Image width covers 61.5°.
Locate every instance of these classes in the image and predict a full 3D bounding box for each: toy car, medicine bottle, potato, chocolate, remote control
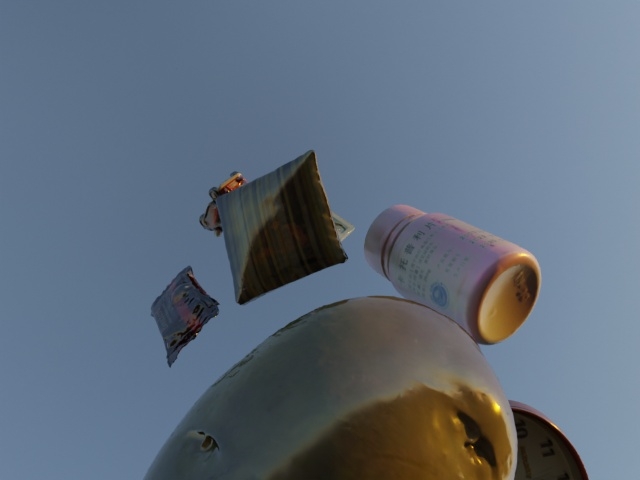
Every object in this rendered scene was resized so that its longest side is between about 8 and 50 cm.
[{"bbox_3d":[-0.166,-0.058,1.080,0.112,0.139,0.112,40,-125,10],"label":"toy car"},{"bbox_3d":[0.191,0.041,0.829,0.152,0.255,0.151,-15,-62,-30],"label":"medicine bottle"},{"bbox_3d":[0.010,0.182,0.411,0.326,0.243,0.220,-39,-72,-21],"label":"potato"},{"bbox_3d":[-0.169,0.080,0.642,0.086,0.182,0.028,-48,-60,-3],"label":"chocolate"},{"bbox_3d":[0.000,0.000,0.983,0.061,0.162,0.029,36,-50,12],"label":"remote control"}]

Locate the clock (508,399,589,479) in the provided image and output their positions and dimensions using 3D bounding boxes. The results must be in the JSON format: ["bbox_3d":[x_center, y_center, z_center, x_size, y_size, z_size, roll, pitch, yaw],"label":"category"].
[{"bbox_3d":[0.302,0.428,0.899,0.319,0.080,0.318,3,-107,-11],"label":"clock"}]

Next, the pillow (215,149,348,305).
[{"bbox_3d":[-0.072,-0.021,0.893,0.212,0.208,0.052,-24,-24,22],"label":"pillow"}]
